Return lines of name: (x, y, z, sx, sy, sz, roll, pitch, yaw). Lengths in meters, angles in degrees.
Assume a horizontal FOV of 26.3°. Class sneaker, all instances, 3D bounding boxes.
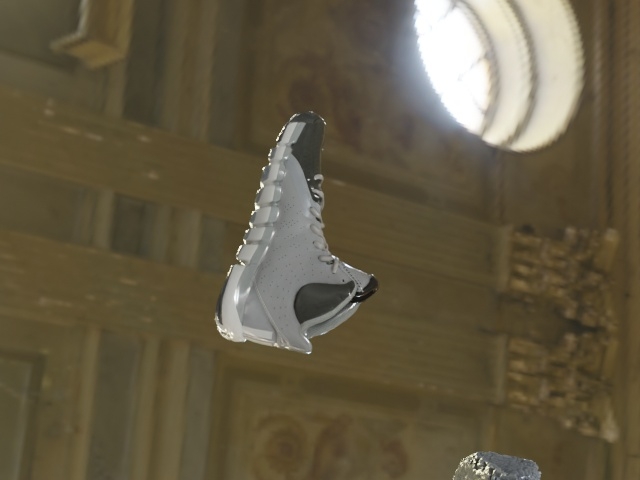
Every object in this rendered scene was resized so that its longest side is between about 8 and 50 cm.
sneaker: (0.000, 0.000, 1.263, 0.132, 0.086, 0.228, 17, -102, 11)

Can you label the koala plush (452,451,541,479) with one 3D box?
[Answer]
koala plush: (0.223, 0.301, 1.172, 0.203, 0.221, 0.196, 152, -46, -78)
